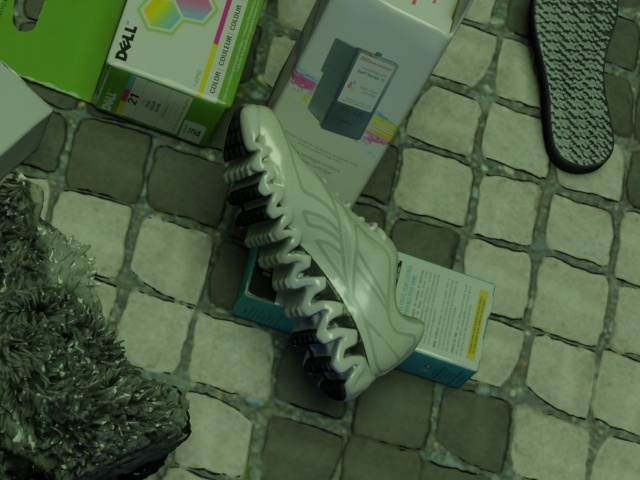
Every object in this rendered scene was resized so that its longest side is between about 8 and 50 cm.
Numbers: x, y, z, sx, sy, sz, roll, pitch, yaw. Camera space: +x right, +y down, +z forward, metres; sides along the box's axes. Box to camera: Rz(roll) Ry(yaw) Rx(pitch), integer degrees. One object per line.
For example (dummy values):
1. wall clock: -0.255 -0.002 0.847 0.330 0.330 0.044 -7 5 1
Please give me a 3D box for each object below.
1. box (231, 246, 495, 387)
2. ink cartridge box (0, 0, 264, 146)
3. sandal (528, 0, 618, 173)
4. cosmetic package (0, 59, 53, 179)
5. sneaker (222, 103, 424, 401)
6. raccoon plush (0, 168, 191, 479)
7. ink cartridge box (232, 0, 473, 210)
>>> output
1. box: 0.044 0.059 1.877 0.244 0.060 0.100 19 63 -9
2. ink cartridge box: -0.197 -0.230 1.910 0.255 0.097 0.188 20 63 -9
3. sandal: 0.271 -0.194 2.074 0.097 0.054 0.254 6 75 -7
4. cosmetic package: -0.375 -0.076 1.793 0.117 0.085 0.231 44 60 5
5. sneaker: 0.000 0.000 1.780 0.118 0.110 0.292 -27 101 -18
6. raccoon plush: -0.282 0.083 1.591 0.216 0.446 0.299 -33 77 6
7. ink cartridge box: 0.050 -0.200 1.803 0.119 0.353 0.207 25 42 -6
